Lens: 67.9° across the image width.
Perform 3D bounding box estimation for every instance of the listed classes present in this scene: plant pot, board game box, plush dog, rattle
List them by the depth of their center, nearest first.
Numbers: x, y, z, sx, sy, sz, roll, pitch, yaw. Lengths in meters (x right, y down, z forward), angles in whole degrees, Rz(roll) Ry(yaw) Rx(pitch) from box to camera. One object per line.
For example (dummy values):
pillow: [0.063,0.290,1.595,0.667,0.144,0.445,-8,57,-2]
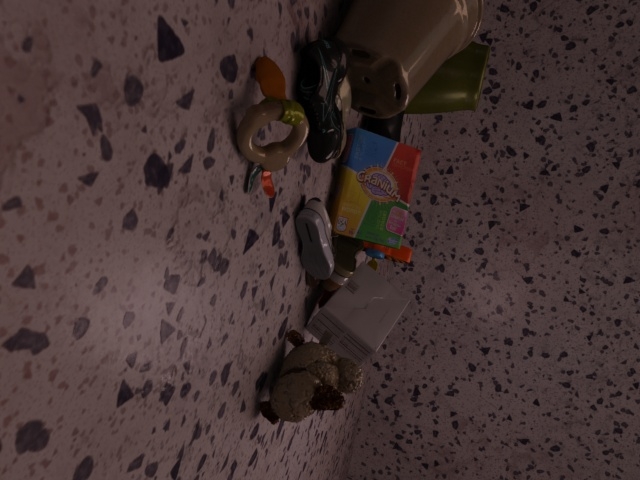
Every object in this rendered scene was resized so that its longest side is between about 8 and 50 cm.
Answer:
rattle: [-0.105,-0.190,0.841,0.130,0.143,0.200,-31,159,-24]
plant pot: [0.170,-0.476,1.131,0.306,0.333,0.334,-58,158,-20]
plush dog: [-0.044,0.368,1.225,0.211,0.262,0.225,61,20,-16]
board game box: [0.162,-0.154,1.448,0.064,0.242,0.317,10,-93,66]
plant pot: [0.458,-0.652,1.852,0.366,0.352,0.367,12,90,-74]

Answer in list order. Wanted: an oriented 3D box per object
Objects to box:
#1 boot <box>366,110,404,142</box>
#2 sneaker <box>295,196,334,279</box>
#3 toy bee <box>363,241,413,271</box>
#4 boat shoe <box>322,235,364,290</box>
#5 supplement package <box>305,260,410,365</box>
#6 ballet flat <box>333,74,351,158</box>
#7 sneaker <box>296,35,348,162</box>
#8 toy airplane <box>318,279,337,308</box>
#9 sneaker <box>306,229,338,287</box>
boot: [0.232,-0.367,1.706,0.377,0.138,0.285,15,86,-73]
sneaker: [0.000,0.000,1.240,0.258,0.094,0.091,84,29,-48]
toy bee: [0.186,0.003,1.760,0.195,0.298,0.162,-52,-164,-18]
boat shoe: [0.060,0.051,1.503,0.103,0.113,0.302,-54,-177,26]
supplement package: [0.120,0.232,1.501,0.262,0.204,0.145,-43,170,-46]
ballet flat: [0.026,-0.296,1.123,0.249,0.086,0.086,83,25,-50]
sneaker: [-0.012,-0.292,1.017,0.106,0.101,0.268,-29,131,-44]
toy airplane: [0.022,0.158,1.567,0.151,0.028,0.151,-47,146,-46]
sneaker: [0.006,0.054,1.347,0.066,0.071,0.189,-45,144,-63]
